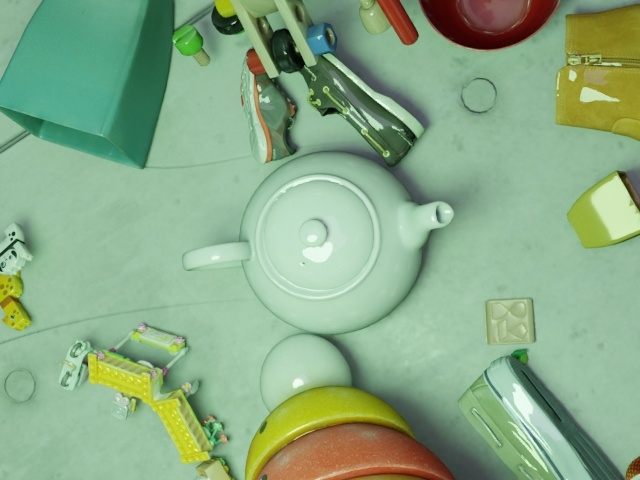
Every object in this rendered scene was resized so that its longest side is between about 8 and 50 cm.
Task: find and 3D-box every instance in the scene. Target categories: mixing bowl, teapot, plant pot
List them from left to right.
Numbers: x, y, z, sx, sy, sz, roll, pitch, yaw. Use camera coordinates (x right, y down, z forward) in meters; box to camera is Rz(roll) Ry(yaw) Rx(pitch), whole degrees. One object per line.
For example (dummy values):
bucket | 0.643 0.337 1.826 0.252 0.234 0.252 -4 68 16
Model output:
plant pot | -0.290 -0.242 1.636 0.165 0.166 0.234 17 81 12
teapot | 0.000 0.000 1.542 0.252 0.187 0.256 36 94 12
mixing bowl | 0.216 -0.318 1.566 0.181 0.098 0.181 -1 87 11
plant pot | 0.353 -0.030 1.530 0.083 0.081 0.081 -31 80 20

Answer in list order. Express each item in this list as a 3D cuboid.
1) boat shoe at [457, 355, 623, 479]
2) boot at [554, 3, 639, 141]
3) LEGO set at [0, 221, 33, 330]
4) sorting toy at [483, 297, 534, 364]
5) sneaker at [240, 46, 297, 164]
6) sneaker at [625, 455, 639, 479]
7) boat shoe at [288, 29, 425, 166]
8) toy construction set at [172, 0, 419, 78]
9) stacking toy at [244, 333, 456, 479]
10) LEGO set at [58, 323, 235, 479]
boat shoe | 0.288 0.282 1.518 0.094 0.109 0.302 -43 70 22
boot | 0.396 -0.145 1.526 0.211 0.104 0.295 -4 80 16
LEGO set | -0.451 0.092 1.673 0.227 0.087 0.093 -42 64 6
sorting toy | 0.240 0.116 1.573 0.062 0.012 0.083 -3 82 6
sneaker | -0.066 -0.179 1.644 0.065 0.061 0.158 -7 85 -16
sneaker | 0.455 0.263 1.504 0.175 0.064 0.067 -33 100 12
boat shoe | 0.026 -0.185 1.603 0.228 0.081 0.069 38 90 9
toy construction set | -0.041 -0.350 1.493 0.309 0.237 0.257 18 70 36
stacking toy | 0.018 0.293 1.440 0.350 0.350 0.480 -31 39 8
LEGO set | -0.199 0.204 1.630 0.287 0.107 0.132 35 128 7
